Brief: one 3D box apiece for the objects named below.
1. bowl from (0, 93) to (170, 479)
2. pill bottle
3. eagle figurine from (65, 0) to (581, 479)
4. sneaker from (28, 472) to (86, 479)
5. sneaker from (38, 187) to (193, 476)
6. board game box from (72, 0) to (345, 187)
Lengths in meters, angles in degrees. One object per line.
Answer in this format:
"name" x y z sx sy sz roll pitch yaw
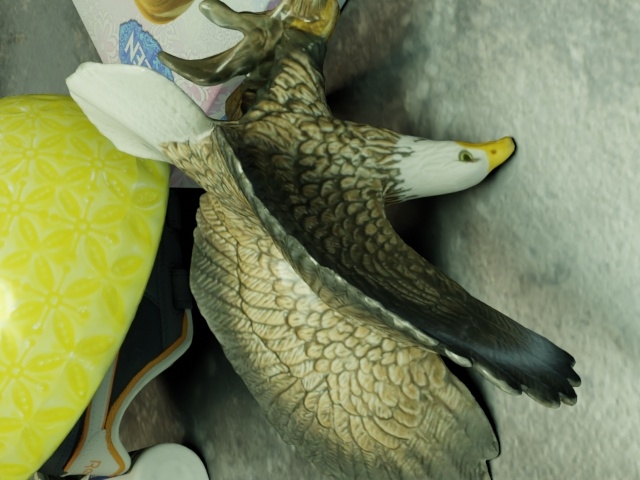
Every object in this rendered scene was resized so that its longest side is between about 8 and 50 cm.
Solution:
"bowl" -0.242 0.012 0.883 0.289 0.156 0.289 -39 34 34
"pill bottle" -0.144 0.197 1.048 0.120 0.067 0.067 -23 73 50
"eagle figurine" 0.010 -0.004 0.755 0.225 0.226 0.298 -25 65 28
"sneaker" -0.273 0.154 1.197 0.130 0.087 0.227 -36 68 39
"sneaker" -0.162 0.027 1.038 0.126 0.127 0.321 -20 49 59
"board game box" -0.082 -0.258 0.960 0.318 0.066 0.318 -56 50 36
